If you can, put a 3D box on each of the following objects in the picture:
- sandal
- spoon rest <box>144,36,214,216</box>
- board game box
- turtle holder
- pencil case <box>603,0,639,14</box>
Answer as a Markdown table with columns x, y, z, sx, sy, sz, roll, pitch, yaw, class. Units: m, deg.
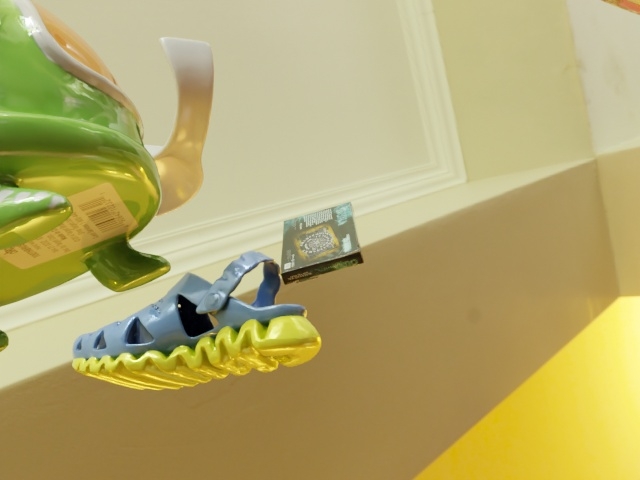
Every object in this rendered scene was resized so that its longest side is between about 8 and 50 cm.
| x | y | z | sx | sy | sz | roll | pitch | yaw | class |
| --- | --- | --- | --- | --- | --- | --- | --- | --- | --- |
| -0.155 | 0.102 | 0.715 | 0.126 | 0.318 | 0.138 | 55 | -155 | -63 | sandal |
| -0.187 | -0.102 | 0.685 | 0.137 | 0.276 | 0.084 | -6 | -121 | -34 | spoon rest |
| 0.000 | 0.000 | 0.945 | 0.186 | 0.126 | 0.026 | -93 | -14 | -63 | board game box |
| -0.280 | -0.042 | 0.399 | 0.227 | 0.320 | 0.243 | 66 | -162 | 14 | turtle holder |
| 0.301 | -0.297 | 0.519 | 0.386 | 0.167 | 0.160 | 21 | -80 | -3 | pencil case |
